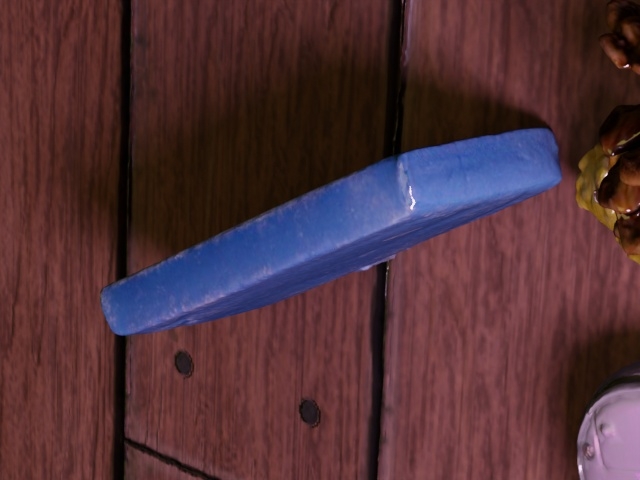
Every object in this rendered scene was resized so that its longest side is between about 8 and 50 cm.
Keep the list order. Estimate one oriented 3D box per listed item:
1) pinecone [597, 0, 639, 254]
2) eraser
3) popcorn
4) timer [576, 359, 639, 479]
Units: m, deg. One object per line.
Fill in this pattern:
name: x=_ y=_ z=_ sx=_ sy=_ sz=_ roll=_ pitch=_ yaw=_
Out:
pinecone: x=0.231 y=-0.032 z=0.993 sx=0.186 sy=0.169 sz=0.212 roll=17 pitch=110 yaw=35
eraser: x=0.000 y=0.000 z=1.246 sx=0.312 sy=0.144 sz=0.042 roll=-24 pitch=81 yaw=45
popcorn: x=0.193 y=-0.034 z=1.117 sx=0.084 sy=0.084 sz=0.084 roll=13 pitch=109 yaw=42
timer: x=0.244 y=0.157 z=1.104 sx=0.208 sy=0.069 sz=0.190 roll=-10 pitch=96 yaw=44
